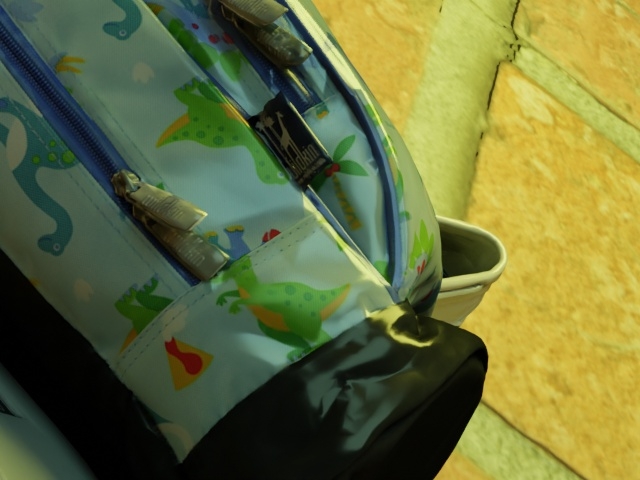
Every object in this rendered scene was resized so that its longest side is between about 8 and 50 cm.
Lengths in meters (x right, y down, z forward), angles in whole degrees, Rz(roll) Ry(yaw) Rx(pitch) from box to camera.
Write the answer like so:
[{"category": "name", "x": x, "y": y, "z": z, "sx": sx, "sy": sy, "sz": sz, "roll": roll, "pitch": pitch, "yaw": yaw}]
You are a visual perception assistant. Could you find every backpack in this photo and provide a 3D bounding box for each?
[{"category": "backpack", "x": -0.079, "y": -0.025, "z": 0.837, "sx": 0.355, "sy": 0.273, "sz": 0.290, "roll": 37, "pitch": -5, "yaw": 13}]

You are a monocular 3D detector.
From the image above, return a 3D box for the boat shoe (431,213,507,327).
[{"category": "boat shoe", "x": 0.000, "y": 0.000, "z": 1.043, "sx": 0.258, "sy": 0.084, "sz": 0.095, "roll": 8, "pitch": 49, "yaw": -43}]

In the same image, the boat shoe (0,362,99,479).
[{"category": "boat shoe", "x": -0.174, "y": 0.121, "z": 0.683, "sx": 0.367, "sy": 0.156, "sz": 0.136, "roll": 47, "pitch": 3, "yaw": 25}]
